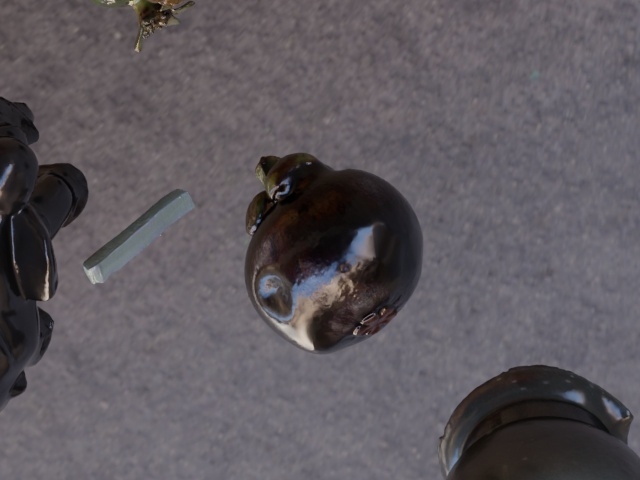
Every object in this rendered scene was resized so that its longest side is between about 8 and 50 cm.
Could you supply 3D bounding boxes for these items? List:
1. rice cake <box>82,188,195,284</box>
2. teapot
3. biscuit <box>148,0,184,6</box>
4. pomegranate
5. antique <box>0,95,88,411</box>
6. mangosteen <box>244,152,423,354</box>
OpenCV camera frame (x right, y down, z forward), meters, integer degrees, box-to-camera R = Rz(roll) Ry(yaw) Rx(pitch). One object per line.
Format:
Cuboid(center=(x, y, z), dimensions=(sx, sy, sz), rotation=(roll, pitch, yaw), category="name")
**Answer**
Cuboid(center=(-0.240, -0.004, 1.905), dimensions=(0.030, 0.180, 0.042), rotation=(24, 145, 41), category="rice cake")
Cuboid(center=(0.180, 0.264, 1.272), dimensions=(0.223, 0.285, 0.305), rotation=(26, 114, -9), category="teapot")
Cuboid(center=(-0.225, -0.373, 1.674), dimensions=(0.042, 0.226, 0.226), rotation=(-27, 108, 22), category="biscuit")
Cuboid(center=(-0.242, -0.354, 1.871), dimensions=(0.169, 0.148, 0.148), rotation=(44, 122, 11), category="pomegranate")
Cuboid(center=(-0.306, 0.031, 1.213), dimensions=(0.185, 0.255, 0.322), rotation=(14, 89, 0), category="antique")
Cuboid(center=(0.000, 0.000, 2.018), dimensions=(0.302, 0.275, 0.275), rotation=(53, 123, 21), category="mangosteen")
